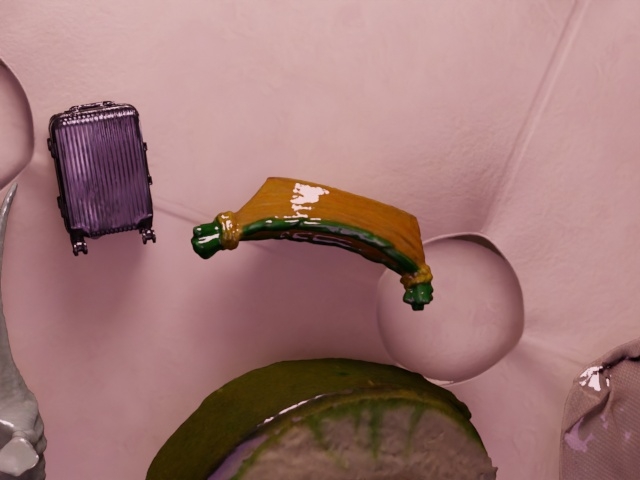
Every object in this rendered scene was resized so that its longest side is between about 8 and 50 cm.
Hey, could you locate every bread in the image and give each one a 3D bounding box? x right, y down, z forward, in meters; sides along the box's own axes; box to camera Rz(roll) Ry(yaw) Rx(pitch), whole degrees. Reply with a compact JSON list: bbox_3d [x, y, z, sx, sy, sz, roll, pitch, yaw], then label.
[{"bbox_3d":[0.006,0.289,1.532,0.382,0.129,0.366,-48,117,-9],"label":"bread"}]

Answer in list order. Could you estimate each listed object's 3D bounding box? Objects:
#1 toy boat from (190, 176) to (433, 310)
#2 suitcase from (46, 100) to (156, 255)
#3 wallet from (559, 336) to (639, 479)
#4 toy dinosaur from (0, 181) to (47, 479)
[{"bbox_3d":[0.000,0.000,1.506,0.229,0.089,0.088,15,78,-8],"label":"toy boat"},{"bbox_3d":[-0.191,-0.058,1.465,0.086,0.059,0.126,-10,104,-12],"label":"suitcase"},{"bbox_3d":[0.365,0.213,1.654,0.335,0.068,0.275,-15,109,-16],"label":"wallet"},{"bbox_3d":[-0.280,0.146,1.442,0.092,0.205,0.393,-10,79,-3],"label":"toy dinosaur"}]
